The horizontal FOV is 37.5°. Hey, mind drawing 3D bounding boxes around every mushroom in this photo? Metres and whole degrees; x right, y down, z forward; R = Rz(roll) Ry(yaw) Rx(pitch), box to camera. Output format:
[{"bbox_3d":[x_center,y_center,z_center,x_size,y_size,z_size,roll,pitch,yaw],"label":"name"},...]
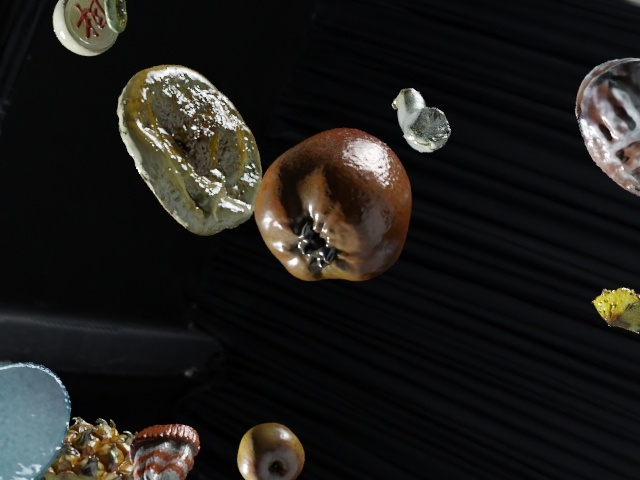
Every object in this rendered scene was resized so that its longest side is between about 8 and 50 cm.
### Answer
[{"bbox_3d":[0.214,-0.260,2.063,0.278,0.099,0.096,-107,2,-66],"label":"mushroom"}]

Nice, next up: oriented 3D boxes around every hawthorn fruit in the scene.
[{"bbox_3d":[0.030,-0.066,1.227,0.199,0.199,0.251,86,-159,-45],"label":"hawthorn fruit"}]

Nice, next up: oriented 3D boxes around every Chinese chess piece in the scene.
[{"bbox_3d":[-0.428,-0.400,1.727,0.122,0.051,0.122,-1,-89,-42],"label":"Chinese chess piece"}]

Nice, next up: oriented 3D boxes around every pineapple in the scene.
[{"bbox_3d":[-0.459,0.409,1.866,0.286,0.344,0.209,-103,33,-56],"label":"pineapple"},{"bbox_3d":[0.591,0.146,1.811,0.114,0.114,0.077,37,-123,-22],"label":"pineapple"}]

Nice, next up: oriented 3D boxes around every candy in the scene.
[{"bbox_3d":[0.596,-0.202,1.722,0.214,0.289,0.157,-43,1,16],"label":"candy"}]

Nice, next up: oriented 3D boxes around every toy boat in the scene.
[{"bbox_3d":[-0.572,0.346,1.640,0.123,0.215,0.330,-42,10,32],"label":"toy boat"}]

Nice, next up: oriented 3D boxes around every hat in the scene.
[{"bbox_3d":[-0.245,0.364,1.450,0.162,0.112,0.093,-91,-6,-64],"label":"hat"}]

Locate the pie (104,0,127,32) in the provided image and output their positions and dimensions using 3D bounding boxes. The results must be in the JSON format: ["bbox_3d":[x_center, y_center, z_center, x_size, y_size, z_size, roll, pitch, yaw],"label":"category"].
[{"bbox_3d":[-0.352,-0.401,1.632,0.084,0.021,0.084,0,-90,-81],"label":"pie"}]

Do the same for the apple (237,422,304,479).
[{"bbox_3d":[-0.061,0.259,1.133,0.084,0.071,0.084,-7,-71,-21],"label":"apple"}]

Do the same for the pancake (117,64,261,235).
[{"bbox_3d":[-0.260,-0.196,1.957,0.387,0.082,0.386,28,-131,-38],"label":"pancake"}]
